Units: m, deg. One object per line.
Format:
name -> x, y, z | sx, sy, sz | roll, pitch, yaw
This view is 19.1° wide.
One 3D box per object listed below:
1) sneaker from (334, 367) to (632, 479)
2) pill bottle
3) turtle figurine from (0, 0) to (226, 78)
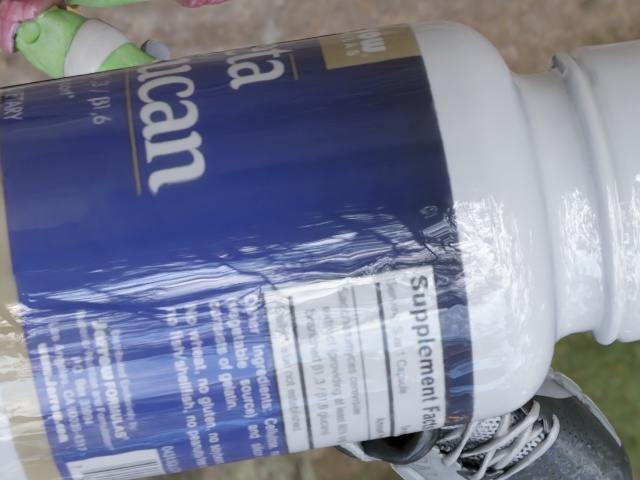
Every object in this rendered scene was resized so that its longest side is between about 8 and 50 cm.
sneaker -> 0.054, 0.086, 0.862 | 0.229, 0.132, 0.086 | 31, 99, -13
pill bottle -> 0.000, 0.000, 0.440 | 0.169, 0.094, 0.094 | -9, 156, -2
turtle figurine -> -0.117, -0.075, 0.894 | 0.266, 0.274, 0.198 | -24, 169, -27
